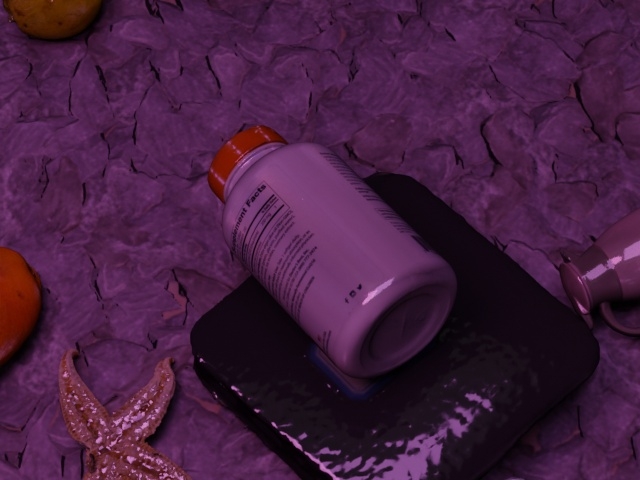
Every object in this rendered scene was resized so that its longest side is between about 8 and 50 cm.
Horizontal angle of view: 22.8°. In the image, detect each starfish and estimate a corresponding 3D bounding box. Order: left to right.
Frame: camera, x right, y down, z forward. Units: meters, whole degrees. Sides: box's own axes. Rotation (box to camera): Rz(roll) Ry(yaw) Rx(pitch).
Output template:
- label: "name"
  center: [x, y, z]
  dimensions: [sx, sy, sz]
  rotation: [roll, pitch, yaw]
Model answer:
- label: "starfish"
  center: [-0.204, 0.209, 1.727]
  dimensions: [0.138, 0.050, 0.247]
  rotation: [-15, 64, -8]

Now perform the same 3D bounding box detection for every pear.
- label: "pear"
  center: [-0.334, -0.306, 1.996]
  dimensions: [0.131, 0.107, 0.107]
  rotation: [-31, 63, -2]

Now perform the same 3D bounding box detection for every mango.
- label: "mango"
  center: [-0.400, 0.095, 1.768]
  dimensions: [0.141, 0.102, 0.217]
  rotation: [25, 62, 21]

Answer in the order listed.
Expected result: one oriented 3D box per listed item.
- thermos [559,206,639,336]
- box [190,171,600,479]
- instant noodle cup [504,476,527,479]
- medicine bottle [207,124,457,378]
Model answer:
- label: "thermos"
  center: [0.368, 0.033, 1.778]
  dimensions: [0.193, 0.105, 0.137]
  rotation: [-25, 87, -10]
- label: "box"
  center: [0.079, 0.121, 1.742]
  dimensions: [0.350, 0.091, 0.359]
  rotation: [-40, 66, -20]
- label: "instant noodle cup"
  center: [0.227, 0.352, 1.565]
  dimensions: [0.193, 0.193, 0.212]
  rotation: [-36, 57, -17]
- label: "medicine bottle"
  center: [0.000, 0.000, 1.680]
  dimensions: [0.157, 0.157, 0.288]
  rotation: [-34, 58, -16]
